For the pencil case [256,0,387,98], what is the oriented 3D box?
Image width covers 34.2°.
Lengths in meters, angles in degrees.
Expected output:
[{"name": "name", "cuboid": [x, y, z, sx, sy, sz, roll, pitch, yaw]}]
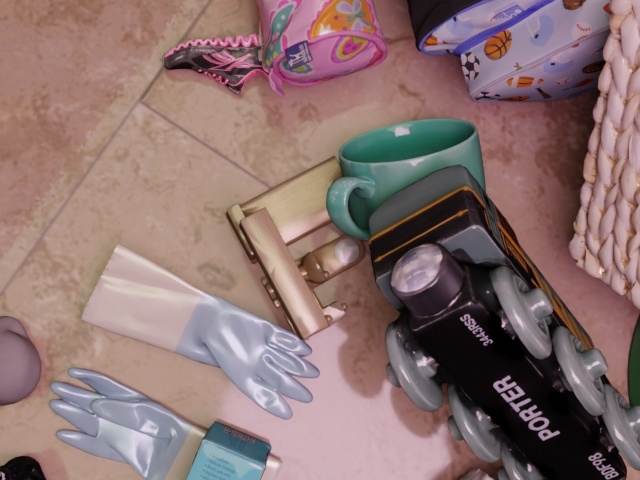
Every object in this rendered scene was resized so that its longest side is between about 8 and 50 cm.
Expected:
[{"name": "pencil case", "cuboid": [-0.027, -0.283, 0.988, 0.124, 0.124, 0.284, -13, 78, -5]}]

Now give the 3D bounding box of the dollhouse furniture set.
[{"name": "dollhouse furniture set", "cuboid": [0.000, 0.000, 0.951, 0.123, 0.151, 0.144, -28, 87, -7]}]

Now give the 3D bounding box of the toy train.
[{"name": "toy train", "cuboid": [0.161, 0.088, 0.883, 0.142, 0.190, 0.334, -30, 126, 21]}]

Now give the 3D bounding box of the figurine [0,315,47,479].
[{"name": "figurine", "cuboid": [-0.294, 0.167, 0.881, 0.092, 0.209, 0.215, -7, 83, -5]}]

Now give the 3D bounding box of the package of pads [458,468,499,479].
[{"name": "package of pads", "cuboid": [0.169, 0.382, 0.937, 0.229, 0.101, 0.296, -42, 87, -7]}]

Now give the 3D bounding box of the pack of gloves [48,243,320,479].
[{"name": "pack of gloves", "cuboid": [-0.129, 0.140, 0.989, 0.232, 0.046, 0.195, 27, 96, 0]}]

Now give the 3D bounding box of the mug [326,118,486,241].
[{"name": "mug", "cuboid": [0.076, -0.045, 0.970, 0.157, 0.129, 0.097, -15, 111, -6]}]

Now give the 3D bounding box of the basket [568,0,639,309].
[{"name": "basket", "cuboid": [0.413, -0.094, 0.831, 0.331, 0.328, 0.266, -35, 54, -25]}]

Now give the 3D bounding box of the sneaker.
[{"name": "sneaker", "cuboid": [-0.095, -0.172, 1.024, 0.119, 0.047, 0.057, -6, 94, -3]}]

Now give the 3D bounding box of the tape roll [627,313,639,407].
[{"name": "tape roll", "cuboid": [0.463, 0.137, 1.000, 0.321, 0.077, 0.321, 0, 82, -3]}]

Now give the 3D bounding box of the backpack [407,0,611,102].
[{"name": "backpack", "cuboid": [0.233, -0.244, 0.939, 0.263, 0.276, 0.213, -18, 92, -42]}]

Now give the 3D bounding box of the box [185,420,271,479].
[{"name": "box", "cuboid": [-0.119, 0.289, 0.916, 0.060, 0.100, 0.244, 23, 89, 1]}]
